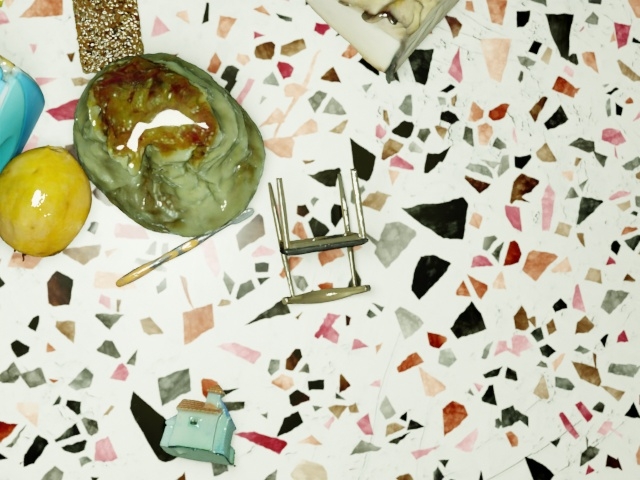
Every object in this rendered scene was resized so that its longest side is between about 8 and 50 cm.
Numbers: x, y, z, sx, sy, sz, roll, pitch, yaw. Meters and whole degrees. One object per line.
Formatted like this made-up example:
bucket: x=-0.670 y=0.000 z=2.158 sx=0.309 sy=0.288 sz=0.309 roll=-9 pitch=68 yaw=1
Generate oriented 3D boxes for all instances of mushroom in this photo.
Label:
mushroom: x=0.168 y=-0.584 z=1.655 sx=0.313 sy=0.224 sz=0.397 roll=41 pitch=77 yaw=6

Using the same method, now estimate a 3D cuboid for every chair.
chair: x=0.000 y=0.000 z=1.639 sx=0.188 sy=0.166 sz=0.272 roll=-9 pitch=92 yaw=-9

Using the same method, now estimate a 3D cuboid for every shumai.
shumai: x=-0.292 y=-0.193 z=1.506 sx=0.397 sy=0.323 sz=0.324 roll=40 pitch=84 yaw=-4

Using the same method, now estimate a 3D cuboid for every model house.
model house: x=-0.236 y=0.371 z=1.649 sx=0.148 sy=0.119 sz=0.149 roll=7 pitch=65 yaw=13

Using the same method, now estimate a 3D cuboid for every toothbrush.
toothbrush: x=-0.278 y=0.014 z=1.661 sx=0.321 sy=0.031 sz=0.023 roll=-29 pitch=95 yaw=-8

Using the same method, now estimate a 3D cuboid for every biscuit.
biscuit: x=-0.433 y=-0.460 z=1.628 sx=0.131 sy=0.026 sz=0.237 roll=-8 pitch=93 yaw=-11

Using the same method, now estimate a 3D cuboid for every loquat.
loquat: x=-0.531 y=-0.069 z=1.542 sx=0.176 sy=0.187 sz=0.234 roll=23 pitch=96 yaw=21

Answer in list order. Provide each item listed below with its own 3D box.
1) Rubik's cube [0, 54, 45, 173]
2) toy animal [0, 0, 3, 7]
Rubik's cube: x=-0.729 y=-0.220 z=1.420 sx=0.352 sy=0.347 sz=0.352 roll=27 pitch=87 yaw=-9
toy animal: x=-0.584 y=-0.526 z=1.570 sx=0.155 sy=0.095 sz=0.219 roll=-21 pitch=64 yaw=-8
